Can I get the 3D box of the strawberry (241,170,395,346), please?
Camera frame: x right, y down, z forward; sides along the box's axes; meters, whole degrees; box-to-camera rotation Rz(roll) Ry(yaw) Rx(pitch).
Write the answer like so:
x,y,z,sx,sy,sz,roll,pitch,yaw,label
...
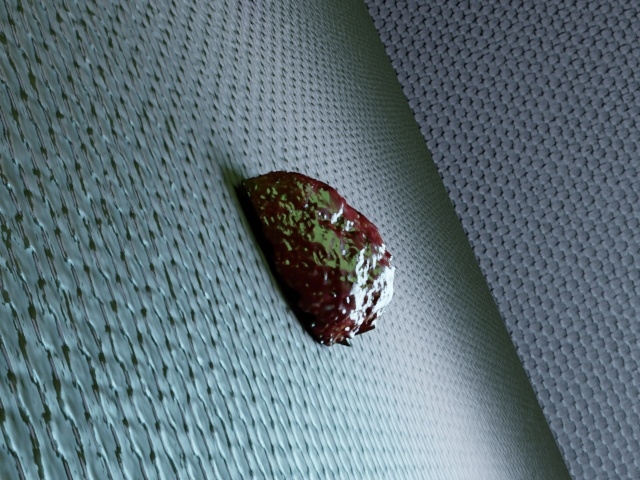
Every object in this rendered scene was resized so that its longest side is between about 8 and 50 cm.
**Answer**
x,y,z,sx,sy,sz,roll,pitch,yaw,label
0.000,0.000,1.091,0.187,0.082,0.146,50,11,-42,strawberry
